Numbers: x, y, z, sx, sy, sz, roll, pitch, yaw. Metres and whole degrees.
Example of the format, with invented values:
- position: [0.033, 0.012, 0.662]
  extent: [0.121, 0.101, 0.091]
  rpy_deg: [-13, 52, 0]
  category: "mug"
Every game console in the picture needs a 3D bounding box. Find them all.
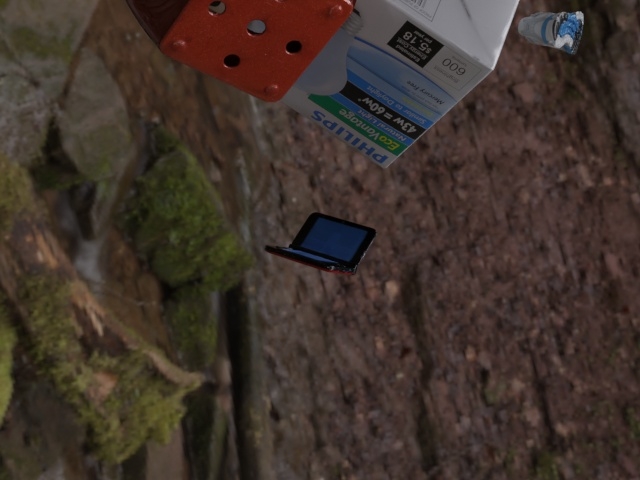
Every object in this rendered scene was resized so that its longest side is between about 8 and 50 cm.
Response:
- position: [0.000, 0.000, 1.640]
  extent: [0.124, 0.144, 0.085]
  rpy_deg: [9, 96, -57]
  category: "game console"

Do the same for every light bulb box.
- position: [0.079, -0.361, 1.615]
  extent: [0.358, 0.361, 0.225]
  rpy_deg: [31, 58, -10]
  category: "light bulb box"

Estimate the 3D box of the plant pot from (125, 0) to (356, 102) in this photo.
- position: [-0.096, -0.338, 1.243]
  extent: [0.267, 0.267, 0.236]
  rpy_deg: [21, 39, -31]
  category: "plant pot"

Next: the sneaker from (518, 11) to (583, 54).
- position: [0.385, -0.356, 1.625]
  extent: [0.191, 0.083, 0.071]
  rpy_deg: [-7, 108, -60]
  category: "sneaker"

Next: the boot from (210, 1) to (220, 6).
- position: [-0.254, -0.560, 1.816]
  extent: [0.088, 0.176, 0.244]
  rpy_deg: [-15, -100, 59]
  category: "boot"
